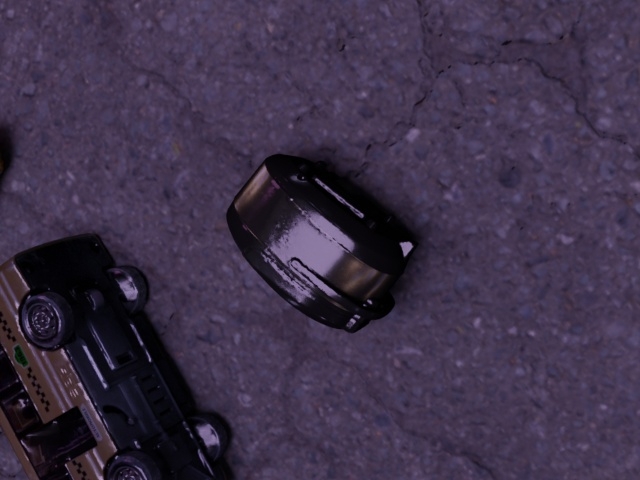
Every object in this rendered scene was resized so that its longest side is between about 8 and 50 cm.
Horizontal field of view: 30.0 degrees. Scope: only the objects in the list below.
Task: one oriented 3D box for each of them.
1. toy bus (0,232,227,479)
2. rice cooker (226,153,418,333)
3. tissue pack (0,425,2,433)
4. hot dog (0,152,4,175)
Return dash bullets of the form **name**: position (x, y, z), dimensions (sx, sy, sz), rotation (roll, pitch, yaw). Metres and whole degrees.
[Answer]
- **toy bus**: position (-0.219, 0.151, 1.122), dimensions (0.157, 0.139, 0.289), rotation (-31, 87, 29)
- **rice cooker**: position (0.000, 0.000, 1.013), dimensions (0.165, 0.112, 0.106), rotation (35, 106, 12)
- **tissue pack**: position (-0.461, 0.174, 1.254), dimensions (0.226, 0.092, 0.183), rotation (-30, 89, 27)
- **hot dog**: position (-0.365, -0.045, 1.180), dimensions (0.061, 0.078, 0.168), rotation (38, 104, 45)
